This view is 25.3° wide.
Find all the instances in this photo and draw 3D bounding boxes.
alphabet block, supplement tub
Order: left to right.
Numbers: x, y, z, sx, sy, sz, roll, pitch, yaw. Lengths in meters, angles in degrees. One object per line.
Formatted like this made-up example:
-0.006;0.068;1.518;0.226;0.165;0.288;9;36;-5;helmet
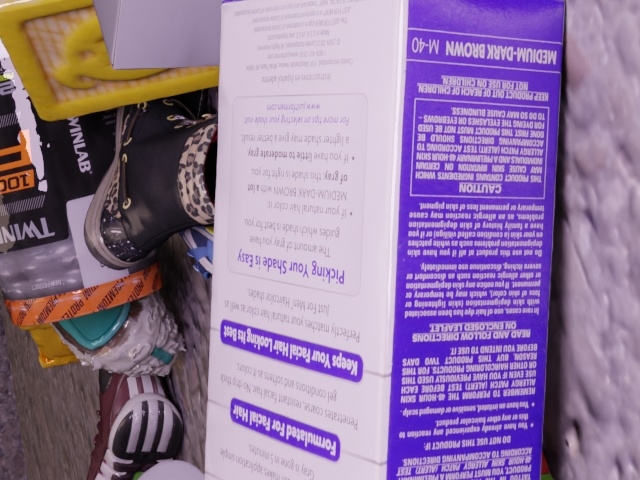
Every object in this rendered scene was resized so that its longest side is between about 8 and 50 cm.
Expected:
-0.263;-0.088;1.373;0.193;0.194;0.316;-177;72;-71;supplement tub
-0.170;-0.238;1.161;0.193;0.192;0.197;78;178;-68;alphabet block

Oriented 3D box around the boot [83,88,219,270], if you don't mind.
-0.111;-0.094;1.259;0.179;0.085;0.236;-17;49;47;boot

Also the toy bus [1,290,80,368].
-0.333;0.063;1.895;0.211;0.150;0.220;82;172;-51;toy bus

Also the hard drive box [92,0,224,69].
-0.068;-0.221;0.942;0.089;0.181;0.232;106;150;-45;hard drive box

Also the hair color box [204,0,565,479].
0.026;0.039;0.757;0.185;0.110;0.338;9;96;58;hair color box

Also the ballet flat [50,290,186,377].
-0.283;0.029;1.614;0.409;0.147;0.147;46;139;41;ballet flat

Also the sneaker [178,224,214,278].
-0.095;0.007;1.284;0.144;0.053;0.059;-147;52;-68;sneaker

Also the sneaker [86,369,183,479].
-0.229;0.237;1.695;0.162;0.106;0.281;-107;32;-43;sneaker

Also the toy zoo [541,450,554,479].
0.070;0.112;0.863;0.192;0.030;0.293;113;147;-54;toy zoo

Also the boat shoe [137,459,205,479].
-0.073;0.312;1.250;0.301;0.108;0.102;37;163;50;boat shoe
